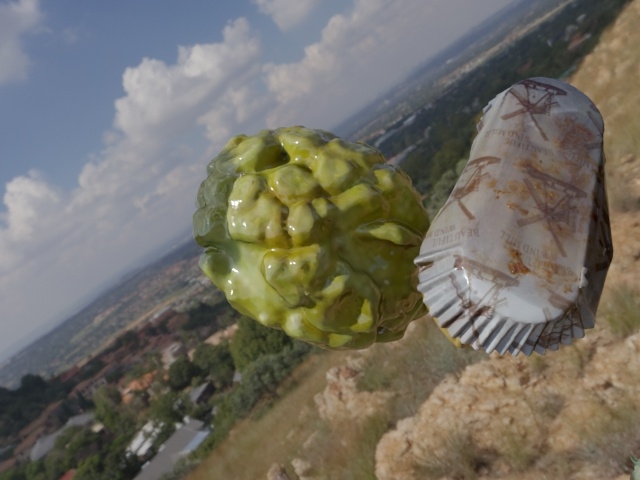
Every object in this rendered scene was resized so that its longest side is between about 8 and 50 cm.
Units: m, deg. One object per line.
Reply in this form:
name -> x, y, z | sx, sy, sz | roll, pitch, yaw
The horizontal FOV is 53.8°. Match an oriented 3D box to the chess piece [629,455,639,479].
chess piece -> 0.408, 0.203, 0.452 | 0.298, 0.175, 0.176 | -26, 11, 26

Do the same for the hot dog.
hot dog -> 0.154, -0.027, 0.472 | 0.069, 0.131, 0.252 | 110, -176, -59

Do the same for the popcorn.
popcorn -> -0.005, -0.002, 0.582 | 0.217, 0.235, 0.180 | 9, 73, 62
